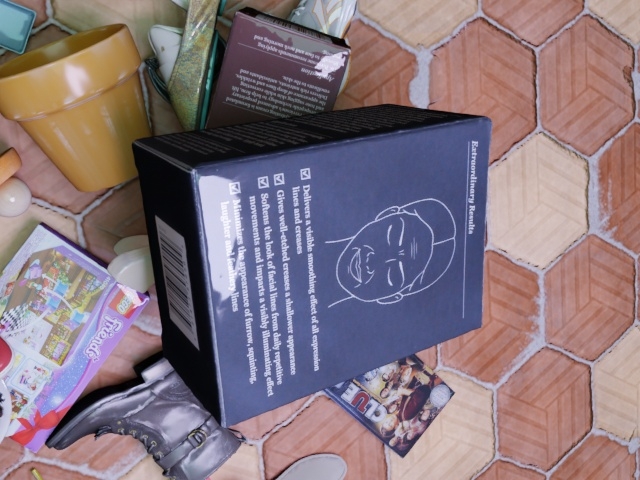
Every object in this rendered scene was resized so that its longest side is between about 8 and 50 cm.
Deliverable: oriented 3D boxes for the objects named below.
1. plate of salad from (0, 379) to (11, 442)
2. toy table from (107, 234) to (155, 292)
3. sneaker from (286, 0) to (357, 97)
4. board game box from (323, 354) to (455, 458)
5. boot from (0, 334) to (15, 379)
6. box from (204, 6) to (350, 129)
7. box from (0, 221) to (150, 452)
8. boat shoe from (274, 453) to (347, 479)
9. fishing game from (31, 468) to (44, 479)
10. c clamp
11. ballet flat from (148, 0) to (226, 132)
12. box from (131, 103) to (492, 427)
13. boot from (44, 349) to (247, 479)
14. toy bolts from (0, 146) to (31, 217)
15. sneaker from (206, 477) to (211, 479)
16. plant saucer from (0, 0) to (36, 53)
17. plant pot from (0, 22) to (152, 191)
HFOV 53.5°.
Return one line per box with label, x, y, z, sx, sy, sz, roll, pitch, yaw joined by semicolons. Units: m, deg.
plate of salad;-0.544;0.245;0.891;0.199;0.048;0.200;-2;99;-17
toy table;-0.192;0.027;0.957;0.161;0.252;0.274;-49;141;-4
sneaker;-0.009;-0.369;1.037;0.120;0.099;0.263;3;95;-15
board game box;0.120;0.273;1.192;0.243;0.042;0.165;43;82;-19
boot;-0.514;0.086;0.822;0.244;0.176;0.088;29;50;6
box;-0.067;-0.222;0.952;0.168;0.167;0.203;16;111;-9
box;-0.431;0.148;0.972;0.200;0.057;0.293;38;84;-18
boat shoe;-0.046;0.459;1.160;0.206;0.075;0.065;-24;147;-21
fishing game;-0.534;0.478;0.990;0.264;0.041;0.189;-38;108;-20
c clamp;-0.218;-0.302;1.012;0.137;0.022;0.161;40;82;-25
ballet flat;-0.192;-0.330;0.937;0.123;0.123;0.349;10;103;-20
box;0.000;0.000;0.807;0.395;0.212;0.294;-14;112;-28
boot;-0.273;0.325;1.025;0.262;0.091;0.229;-31;101;-15
toy bolts;-0.523;-0.045;0.852;0.228;0.218;0.159;-31;113;6
sneaker;-0.117;0.482;1.034;0.313;0.116;0.136;18;77;20
plant saucer;-0.512;-0.333;0.902;0.191;0.018;0.067;19;90;-20
plant pot;-0.332;-0.180;0.903;0.205;0.205;0.188;-27;121;-14
